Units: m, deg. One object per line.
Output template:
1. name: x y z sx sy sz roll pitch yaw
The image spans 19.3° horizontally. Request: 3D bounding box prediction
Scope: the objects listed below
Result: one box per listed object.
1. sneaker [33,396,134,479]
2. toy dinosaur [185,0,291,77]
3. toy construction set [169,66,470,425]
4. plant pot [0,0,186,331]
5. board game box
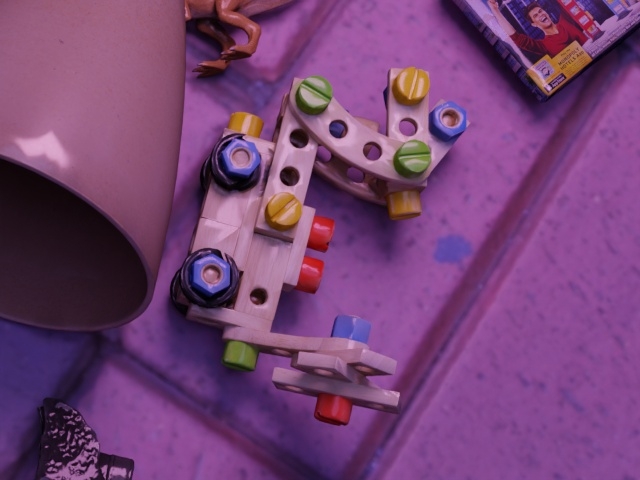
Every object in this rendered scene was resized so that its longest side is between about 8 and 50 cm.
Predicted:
1. sneaker: -0.203 0.215 1.487 0.089 0.051 0.170 18 67 -7
2. toy dinosaur: -0.076 -0.205 1.627 0.211 0.064 0.112 -3 74 -14
3. toy construction set: 0.000 0.000 1.551 0.215 0.151 0.328 16 61 -8
4. plant pot: -0.212 -0.111 1.493 0.256 0.256 0.274 21 59 -6
5. board game box: 0.202 -0.247 1.704 0.194 0.060 0.194 -38 84 -19
